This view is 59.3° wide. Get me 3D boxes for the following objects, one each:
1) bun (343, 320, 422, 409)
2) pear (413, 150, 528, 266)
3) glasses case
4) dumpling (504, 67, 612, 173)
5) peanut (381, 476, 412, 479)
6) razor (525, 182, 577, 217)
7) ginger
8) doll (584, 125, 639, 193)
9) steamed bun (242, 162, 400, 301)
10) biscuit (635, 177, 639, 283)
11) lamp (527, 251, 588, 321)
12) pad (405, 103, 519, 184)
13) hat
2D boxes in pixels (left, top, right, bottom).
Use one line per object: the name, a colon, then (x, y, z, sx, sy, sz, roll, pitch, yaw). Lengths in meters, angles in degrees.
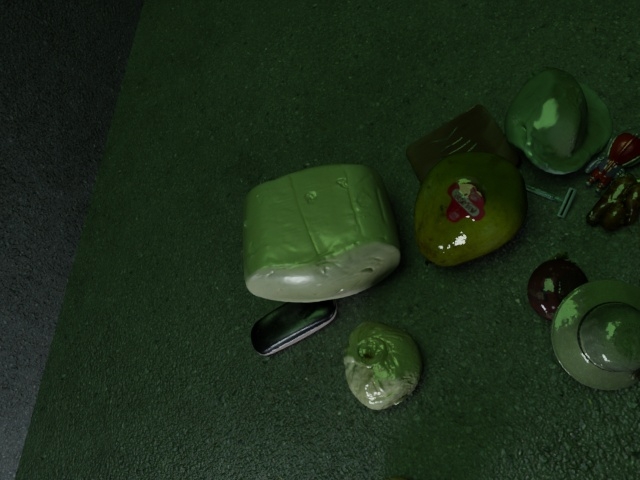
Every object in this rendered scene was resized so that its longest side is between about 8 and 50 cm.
bun: (0.155, 0.343, 1.552, 0.244, 0.153, 0.243, -14, 64, 31)
pear: (0.388, -0.074, 1.529, 0.287, 0.287, 0.375, 52, 122, 36)
glasses case: (-0.087, 0.256, 1.780, 0.314, 0.075, 0.122, -31, 53, 14)
dumpling: (0.632, -0.334, 1.524, 0.270, 0.212, 0.320, 23, 91, 34)
peanut: (0.223, 0.649, 1.403, 0.263, 0.101, 0.117, -4, 48, 30)
razor: (0.602, -0.140, 1.568, 0.211, 0.036, 0.084, 33, 110, 42)
ginger: (0.760, -0.087, 1.422, 0.162, 0.073, 0.103, -55, 36, 15)
doll: (0.786, -0.224, 1.462, 0.102, 0.075, 0.227, 42, 104, 23)
steamed bun: (0.000, 0.000, 1.694, 0.456, 0.290, 0.371, -11, 59, 4)
biscuit: (0.808, -0.028, 1.392, 0.048, 0.026, 0.291, -5, 66, 34)
lamp: (0.584, 0.125, 1.399, 0.157, 0.156, 0.135, -34, 5, -20)
pad: (0.425, -0.257, 1.722, 0.287, 0.018, 0.284, -31, 52, 17)
hat: (0.659, 0.216, 1.247, 0.257, 0.130, 0.257, 0, 88, 7)
